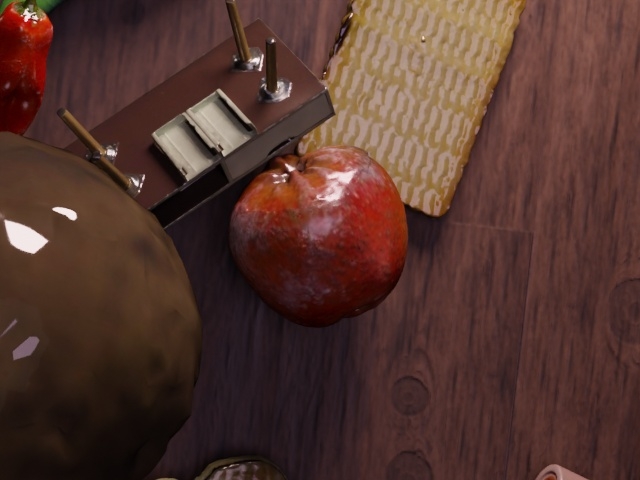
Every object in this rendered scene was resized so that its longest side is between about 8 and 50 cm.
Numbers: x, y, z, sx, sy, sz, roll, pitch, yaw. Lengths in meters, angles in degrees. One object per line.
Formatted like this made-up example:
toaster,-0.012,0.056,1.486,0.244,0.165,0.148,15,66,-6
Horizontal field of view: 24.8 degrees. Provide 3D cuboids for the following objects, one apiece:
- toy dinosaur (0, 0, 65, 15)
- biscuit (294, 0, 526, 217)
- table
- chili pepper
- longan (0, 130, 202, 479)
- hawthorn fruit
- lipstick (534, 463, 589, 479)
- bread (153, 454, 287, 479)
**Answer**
toy dinosaur,-0.107,-0.289,1.369,0.374,0.144,0.500,9,104,-14
biscuit,0.089,-0.166,1.443,0.172,0.029,0.255,22,87,-12
table,-0.125,-0.116,1.328,0.240,0.111,0.121,-35,56,-10
chili pepper,-0.272,-0.155,1.299,0.059,0.050,0.191,0,122,-31
longan,-0.320,0.107,1.171,0.404,0.404,0.436,28,100,-12
hawthorn fruit,0.000,0.000,1.361,0.172,0.173,0.173,0,92,-13
lipstick,0.333,0.312,1.491,0.254,0.070,0.070,27,86,-12
bread,-0.132,0.339,1.394,0.207,0.056,0.287,11,89,-16
